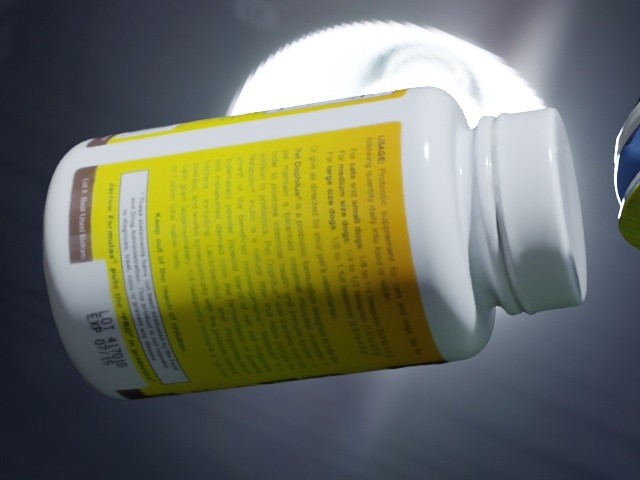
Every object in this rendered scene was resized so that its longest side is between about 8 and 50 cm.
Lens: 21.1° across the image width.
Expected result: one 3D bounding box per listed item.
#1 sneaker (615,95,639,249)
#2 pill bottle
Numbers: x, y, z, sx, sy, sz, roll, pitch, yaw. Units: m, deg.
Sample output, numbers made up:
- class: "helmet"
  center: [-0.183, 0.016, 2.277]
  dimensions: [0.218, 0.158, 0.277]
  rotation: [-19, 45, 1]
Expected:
- class: "sneaker"
  center: [0.151, -0.062, 0.615]
  dimensions: [0.144, 0.053, 0.059]
  rotation: [-53, 20, 30]
- class: "pill bottle"
  center: [0.000, 0.000, 0.730]
  dimensions: [0.117, 0.215, 0.117]
  rotation: [-8, -90, -76]
